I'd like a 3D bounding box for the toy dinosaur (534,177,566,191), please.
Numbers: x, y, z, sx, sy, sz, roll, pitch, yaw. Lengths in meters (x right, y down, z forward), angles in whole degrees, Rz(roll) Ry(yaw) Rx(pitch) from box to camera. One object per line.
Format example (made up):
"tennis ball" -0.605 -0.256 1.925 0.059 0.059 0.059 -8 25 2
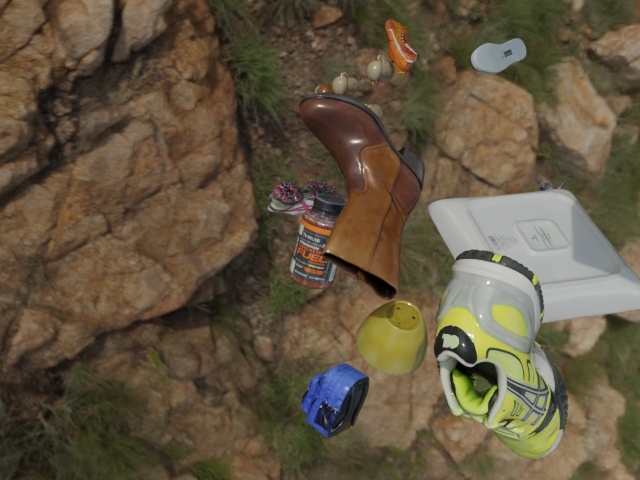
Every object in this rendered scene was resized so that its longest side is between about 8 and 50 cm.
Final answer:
"toy dinosaur" 0.483 -0.101 1.484 0.090 0.047 0.082 -55 135 -14

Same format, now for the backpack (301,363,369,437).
"backpack" 0.027 0.285 1.281 0.098 0.101 0.120 -9 127 -62

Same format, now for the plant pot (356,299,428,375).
"plant pot" 0.140 0.163 1.260 0.134 0.134 0.095 -31 152 -32

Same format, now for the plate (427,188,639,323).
"plate" 0.344 0.008 1.100 0.278 0.277 0.045 -6 136 -14

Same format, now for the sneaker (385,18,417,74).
"sneaker" 0.182 -0.473 1.681 0.064 0.067 0.175 12 49 -23

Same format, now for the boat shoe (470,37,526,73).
"boat shoe" 0.362 -0.385 1.493 0.183 0.083 0.065 -23 95 -39

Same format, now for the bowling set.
"bowling set" 0.057 -0.330 1.738 0.154 0.200 0.286 -31 133 -67

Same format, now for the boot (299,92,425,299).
"boot" 0.041 -0.075 1.110 0.264 0.096 0.280 40 49 -24

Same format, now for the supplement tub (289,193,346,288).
"supplement tub" 0.000 0.000 1.519 0.106 0.106 0.197 -3 114 -40

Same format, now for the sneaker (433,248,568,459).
"sneaker" 0.218 0.184 0.896 0.147 0.145 0.384 -53 133 -28

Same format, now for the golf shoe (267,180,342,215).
"golf shoe" -0.038 -0.096 1.634 0.186 0.086 0.067 1 56 -29
